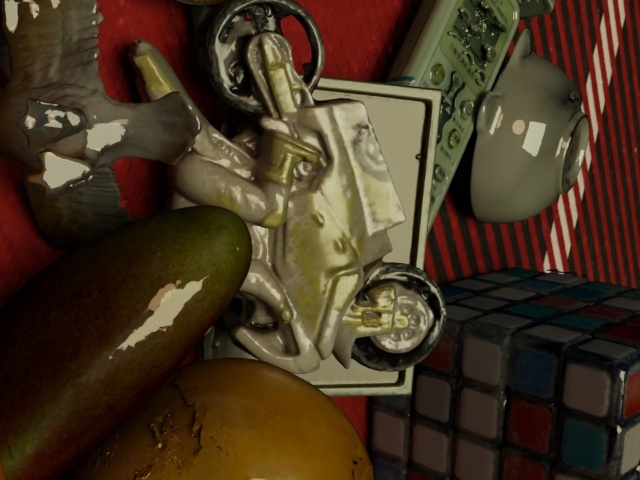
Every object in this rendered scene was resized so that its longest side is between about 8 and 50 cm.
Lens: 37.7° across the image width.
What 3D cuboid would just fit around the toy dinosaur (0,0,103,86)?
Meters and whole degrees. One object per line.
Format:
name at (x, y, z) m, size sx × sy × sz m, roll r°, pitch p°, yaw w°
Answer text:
toy dinosaur at (-0.210, -0.232, 0.591) m, size 0.167 × 0.053 × 0.242 m, roll -53°, pitch 141°, yaw -17°

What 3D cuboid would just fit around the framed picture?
framed picture at (0.000, 0.000, 0.838) m, size 0.211 × 0.020 × 0.289 m, roll 2°, pitch 98°, yaw -23°

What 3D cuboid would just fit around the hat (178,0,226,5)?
hat at (-0.061, -0.265, 0.674) m, size 0.193 × 0.082 × 0.193 m, roll -20°, pitch 119°, yaw -42°

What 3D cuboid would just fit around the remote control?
remote control at (0.106, -0.137, 0.953) m, size 0.128 × 0.066 × 0.335 m, roll 39°, pitch 70°, yaw -43°

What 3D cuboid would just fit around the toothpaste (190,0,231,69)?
toothpaste at (-0.091, -0.246, 0.738) m, size 0.062 × 0.037 × 0.216 m, roll -32°, pitch 124°, yaw -48°

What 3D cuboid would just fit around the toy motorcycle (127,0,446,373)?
toy motorcycle at (-0.043, -0.016, 0.753) m, size 0.223 × 0.108 × 0.340 m, roll -26°, pitch 106°, yaw -8°

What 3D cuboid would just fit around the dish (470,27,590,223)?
dish at (0.251, -0.118, 1.055) m, size 0.236 × 0.086 × 0.227 m, roll -24°, pitch 127°, yaw -57°

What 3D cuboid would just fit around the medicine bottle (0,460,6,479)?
medicine bottle at (-0.255, 0.149, 0.501) m, size 0.149 × 0.222 × 0.112 m, roll -22°, pitch 114°, yaw -43°

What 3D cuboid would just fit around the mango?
mango at (-0.158, 0.067, 0.644) m, size 0.267 × 0.133 × 0.111 m, roll -44°, pitch 113°, yaw -9°

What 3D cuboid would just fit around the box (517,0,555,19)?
box at (0.207, -0.304, 1.019) m, size 0.122 × 0.084 × 0.069 m, roll 42°, pitch 60°, yaw -45°

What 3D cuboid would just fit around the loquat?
loquat at (-0.074, 0.202, 0.706) m, size 0.235 × 0.235 × 0.234 m, roll -13°, pitch 108°, yaw -46°

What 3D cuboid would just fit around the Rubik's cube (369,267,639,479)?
Rubik's cube at (0.246, 0.202, 1.017) m, size 0.287 × 0.292 × 0.292 m, roll -10°, pitch 107°, yaw -46°

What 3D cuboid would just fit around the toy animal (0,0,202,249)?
toy animal at (-0.181, -0.083, 0.582) m, size 0.197 × 0.160 × 0.272 m, roll -13°, pitch 115°, yaw -31°
